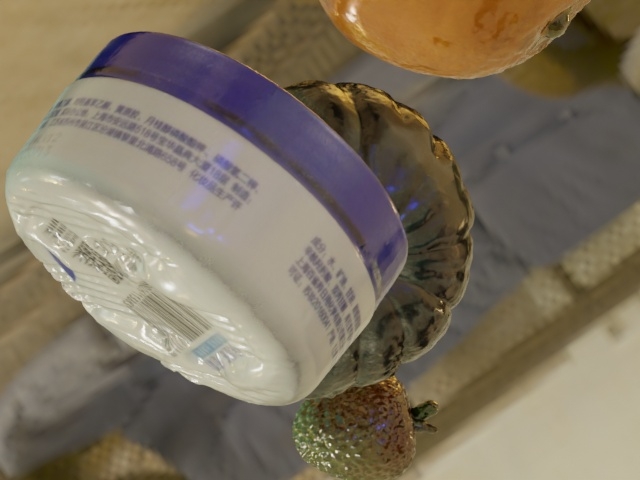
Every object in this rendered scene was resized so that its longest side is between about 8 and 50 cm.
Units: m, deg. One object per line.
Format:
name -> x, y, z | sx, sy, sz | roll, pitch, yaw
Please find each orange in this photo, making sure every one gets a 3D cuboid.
orange -> 0.135, -0.305, 1.933 | 0.312, 0.312, 0.312 | -31, 166, -8

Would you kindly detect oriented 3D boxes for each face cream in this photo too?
face cream -> -0.065, -0.005, 1.070 | 0.111, 0.206, 0.206 | -52, 173, -20

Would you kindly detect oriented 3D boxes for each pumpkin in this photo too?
pumpkin -> 0.000, 0.000, 1.369 | 0.220, 0.220, 0.162 | -31, -162, -8

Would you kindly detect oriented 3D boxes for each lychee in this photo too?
lychee -> 0.045, 0.183, 1.964 | 0.146, 0.114, 0.114 | -5, 164, -1
